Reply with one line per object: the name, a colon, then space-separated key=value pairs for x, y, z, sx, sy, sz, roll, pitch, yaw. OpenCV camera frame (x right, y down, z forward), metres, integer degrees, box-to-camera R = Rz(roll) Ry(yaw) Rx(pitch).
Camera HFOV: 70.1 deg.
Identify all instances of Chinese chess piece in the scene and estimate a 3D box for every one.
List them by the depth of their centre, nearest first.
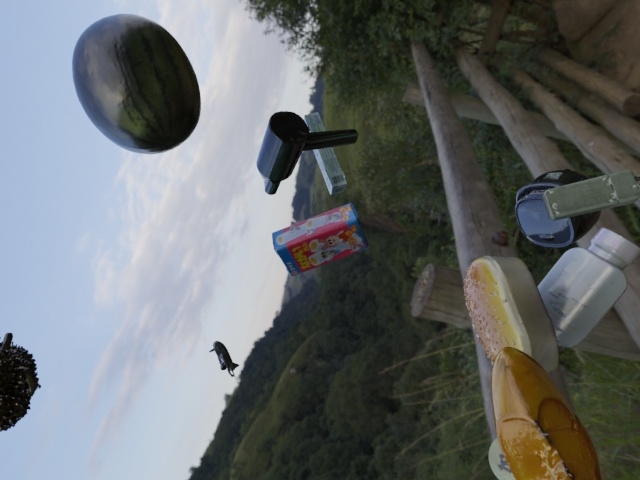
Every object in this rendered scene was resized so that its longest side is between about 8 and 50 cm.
Chinese chess piece: x=0.545 y=0.614 z=1.274 sx=0.144 sy=0.059 sz=0.144 roll=-23 pitch=54 yaw=34

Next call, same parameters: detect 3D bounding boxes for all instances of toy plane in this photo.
toy plane: x=-0.183 y=0.222 z=0.866 sx=0.083 sy=0.031 sz=0.078 roll=61 pitch=174 yaw=-30

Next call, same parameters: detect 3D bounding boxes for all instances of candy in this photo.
candy: x=0.000 y=-0.001 z=1.603 sx=0.157 sy=0.306 sz=0.100 roll=63 pitch=-173 yaw=-45

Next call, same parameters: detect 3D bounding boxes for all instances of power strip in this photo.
power strip: x=0.803 y=-0.136 z=1.311 sx=0.053 sy=0.288 sz=0.093 roll=34 pitch=-135 yaw=-68

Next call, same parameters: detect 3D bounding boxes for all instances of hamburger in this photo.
hamburger: x=0.433 y=0.177 z=1.059 sx=0.227 sy=0.152 sz=0.295 roll=62 pitch=-162 yaw=-61

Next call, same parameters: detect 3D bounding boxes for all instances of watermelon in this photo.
watermelon: x=-0.443 y=-0.383 z=1.105 sx=0.279 sy=0.279 sz=0.359 roll=103 pitch=145 yaw=-76

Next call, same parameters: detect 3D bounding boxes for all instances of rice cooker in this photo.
rice cooker: x=0.848 y=-0.122 z=1.626 sx=0.224 sy=0.267 sz=0.267 roll=-38 pitch=-18 yaw=-23

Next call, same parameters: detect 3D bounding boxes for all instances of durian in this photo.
durian: x=-0.619 y=0.266 z=0.872 sx=0.196 sy=0.167 sz=0.195 roll=-15 pitch=69 yaw=45

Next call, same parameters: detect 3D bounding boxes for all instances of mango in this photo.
mango: x=0.357 y=0.300 z=0.757 sx=0.126 sy=0.154 sz=0.251 roll=-36 pitch=67 yaw=41

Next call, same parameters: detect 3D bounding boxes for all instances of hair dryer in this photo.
hair dryer: x=-0.035 y=-0.256 z=1.329 sx=0.116 sy=0.303 sz=0.244 roll=68 pitch=153 yaw=21

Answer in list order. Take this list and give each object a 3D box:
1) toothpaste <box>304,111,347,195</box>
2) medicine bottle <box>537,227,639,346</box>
toothpaste: x=0.015 y=-0.346 z=1.806 sx=0.081 sy=0.067 sz=0.336 roll=106 pitch=146 yaw=-70
medicine bottle: x=0.666 y=0.116 z=1.159 sx=0.111 sy=0.161 sz=0.296 roll=12 pitch=-67 yaw=-55
